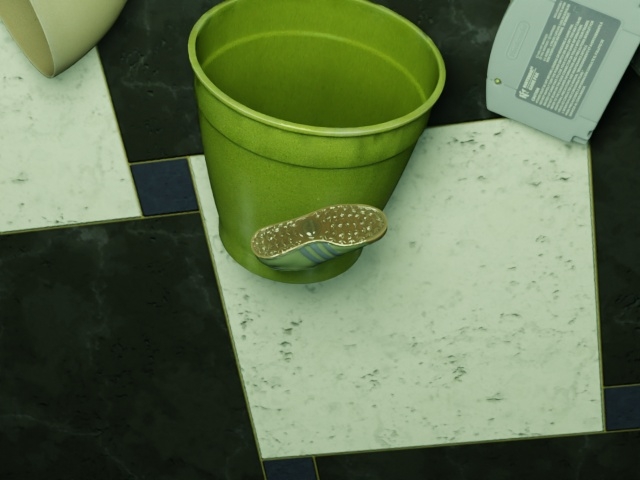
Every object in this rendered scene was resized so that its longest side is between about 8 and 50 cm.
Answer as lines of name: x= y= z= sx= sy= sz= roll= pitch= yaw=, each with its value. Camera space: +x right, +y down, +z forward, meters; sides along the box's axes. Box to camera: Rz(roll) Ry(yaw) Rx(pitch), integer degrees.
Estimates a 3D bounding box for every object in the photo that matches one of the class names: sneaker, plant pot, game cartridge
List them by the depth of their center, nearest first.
sneaker: x=0.000 y=0.000 z=1.624 sx=0.192 sy=0.064 sz=0.086 roll=-12 pitch=159 yaw=-1
plant pot: x=-0.377 y=-0.404 z=1.657 sx=0.191 sy=0.284 sz=0.284 roll=-32 pitch=118 yaw=-18
game cartridge: x=0.358 y=-0.284 z=1.697 sx=0.196 sy=0.060 sz=0.294 roll=21 pitch=139 yaw=3
plant pot: x=-0.024 y=-0.134 z=1.734 sx=0.366 sy=0.366 sz=0.353 roll=9 pitch=131 yaw=0

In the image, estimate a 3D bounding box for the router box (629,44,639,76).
router box: x=0.559 y=-0.340 z=1.695 sx=0.243 sy=0.081 sz=0.309 roll=-39 pitch=110 yaw=23
